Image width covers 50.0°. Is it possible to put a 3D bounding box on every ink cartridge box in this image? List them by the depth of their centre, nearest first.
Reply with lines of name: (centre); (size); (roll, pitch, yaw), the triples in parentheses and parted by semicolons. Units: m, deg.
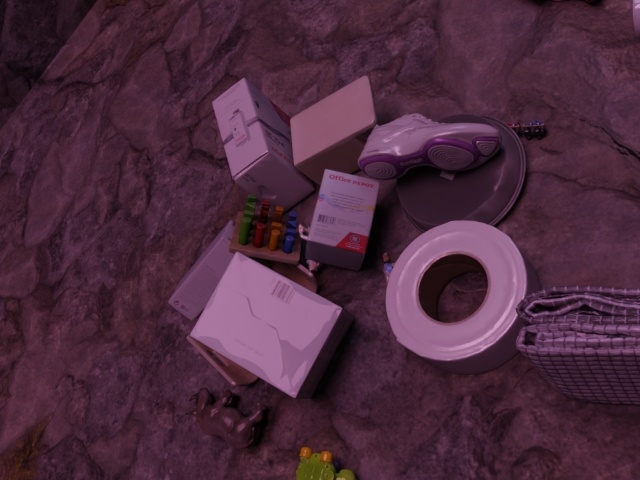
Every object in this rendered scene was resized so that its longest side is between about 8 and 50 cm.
ink cartridge box: (0.048, -0.044, 1.510); (0.128, 0.127, 0.176); (14, 70, 2)
ink cartridge box: (-0.143, -0.236, 1.727); (0.117, 0.207, 0.283); (-34, 51, 18)

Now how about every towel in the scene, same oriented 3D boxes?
towel: (0.472, 0.157, 1.058); (0.283, 0.235, 0.121); (-7, 56, 32)

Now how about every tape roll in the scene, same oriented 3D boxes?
tape roll: (0.269, 0.108, 1.317); (0.286, 0.100, 0.286); (-16, 58, 27)

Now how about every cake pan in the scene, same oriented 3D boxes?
cake pan: (0.284, -0.143, 1.454); (0.293, 0.054, 0.293); (-16, 62, 33)

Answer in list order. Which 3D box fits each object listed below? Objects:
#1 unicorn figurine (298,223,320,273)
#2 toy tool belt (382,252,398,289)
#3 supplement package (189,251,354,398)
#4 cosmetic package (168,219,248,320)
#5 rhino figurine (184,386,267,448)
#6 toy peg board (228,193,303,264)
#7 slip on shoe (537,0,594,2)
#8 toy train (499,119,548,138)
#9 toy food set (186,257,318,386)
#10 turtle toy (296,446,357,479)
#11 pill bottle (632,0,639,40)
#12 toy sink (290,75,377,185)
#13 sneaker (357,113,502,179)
unicorn figurine: (0.000, 0.000, 1.591); (0.162, 0.060, 0.111); (-38, 60, 5)
toy tool belt: (0.161, 0.065, 1.458); (0.051, 0.052, 0.083); (-5, 62, -2)
supplement package: (-0.097, 0.179, 1.447); (0.261, 0.145, 0.204); (27, 84, 17)
cosmetic package: (-0.262, 0.072, 1.666); (0.231, 0.085, 0.117); (-46, 14, 22)
rhino figurine: (-0.219, 0.387, 1.529); (0.243, 0.073, 0.106); (10, 69, 40)
toy peg board: (-0.118, -0.034, 1.591); (0.161, 0.160, 0.079); (-86, 8, -56)
slip on shoe: (0.485, -0.595, 1.544); (0.331, 0.123, 0.101); (21, 83, 36)
toy train: (0.406, -0.235, 1.458); (0.158, 0.027, 0.036); (5, 57, 38)
toy food set: (-0.164, 0.158, 1.602); (0.219, 0.092, 0.306); (33, 87, 42)
turtle toy: (0.008, 0.458, 1.331); (0.130, 0.066, 0.095); (-2, 65, 34)
pill bottle: (0.715, -0.444, 1.281); (0.229, 0.131, 0.131); (-1, 65, 35)
toy sink: (0.060, -0.257, 1.646); (0.234, 0.131, 0.153); (-26, 53, 28)
sneaker: (0.223, -0.217, 1.422); (0.305, 0.114, 0.152); (-3, 53, 30)
